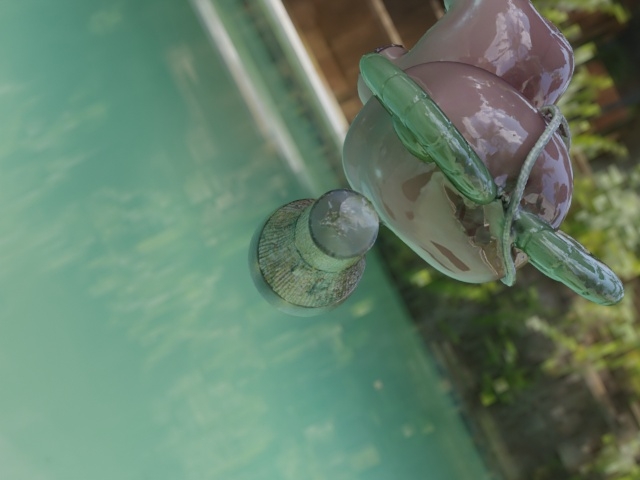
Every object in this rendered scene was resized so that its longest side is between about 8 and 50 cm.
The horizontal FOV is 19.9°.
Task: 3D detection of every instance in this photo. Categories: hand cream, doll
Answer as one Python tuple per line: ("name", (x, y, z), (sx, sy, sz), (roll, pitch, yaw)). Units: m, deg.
("hand cream", (0.000, 0.000, 1.227), (0.084, 0.084, 0.203), (64, -10, 5))
("doll", (0.132, -0.078, 1.456), (0.284, 0.216, 0.268), (39, 10, -30))
